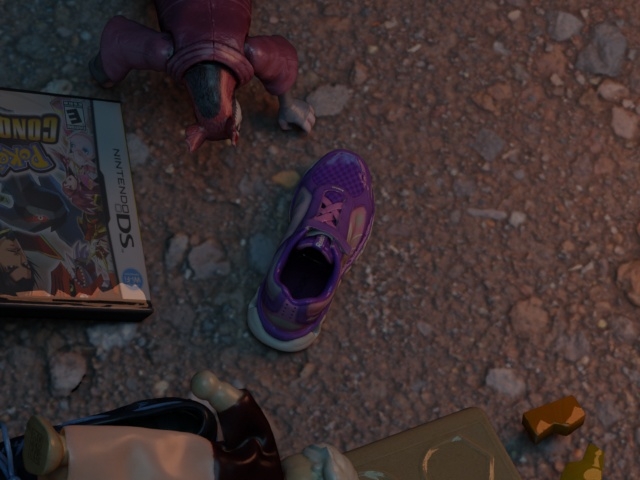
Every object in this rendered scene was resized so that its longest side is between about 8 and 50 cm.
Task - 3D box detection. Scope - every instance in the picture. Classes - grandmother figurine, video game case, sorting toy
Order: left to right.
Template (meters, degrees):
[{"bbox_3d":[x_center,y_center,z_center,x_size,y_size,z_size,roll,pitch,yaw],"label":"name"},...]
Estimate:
[{"bbox_3d":[-0.313,-0.041,1.908,0.275,0.035,0.248,4,66,-35],"label":"video game case"},{"bbox_3d":[-0.113,0.228,1.772,0.342,0.104,0.207,8,100,-27],"label":"grandmother figurine"},{"bbox_3d":[0.157,0.275,1.893,0.307,0.041,0.229,-18,52,-16],"label":"sorting toy"}]

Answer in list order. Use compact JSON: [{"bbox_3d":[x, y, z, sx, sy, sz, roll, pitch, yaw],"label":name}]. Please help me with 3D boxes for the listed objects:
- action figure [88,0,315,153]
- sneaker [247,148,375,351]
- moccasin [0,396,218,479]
[{"bbox_3d":[-0.111,-0.257,1.973,0.248,0.275,0.370,0,55,-16],"label":"action figure"},{"bbox_3d":[0.000,0.000,1.967,0.095,0.104,0.236,22,66,1],"label":"sneaker"},{"bbox_3d":[-0.266,0.223,1.828,0.342,0.117,0.137,-25,75,-18],"label":"moccasin"}]
